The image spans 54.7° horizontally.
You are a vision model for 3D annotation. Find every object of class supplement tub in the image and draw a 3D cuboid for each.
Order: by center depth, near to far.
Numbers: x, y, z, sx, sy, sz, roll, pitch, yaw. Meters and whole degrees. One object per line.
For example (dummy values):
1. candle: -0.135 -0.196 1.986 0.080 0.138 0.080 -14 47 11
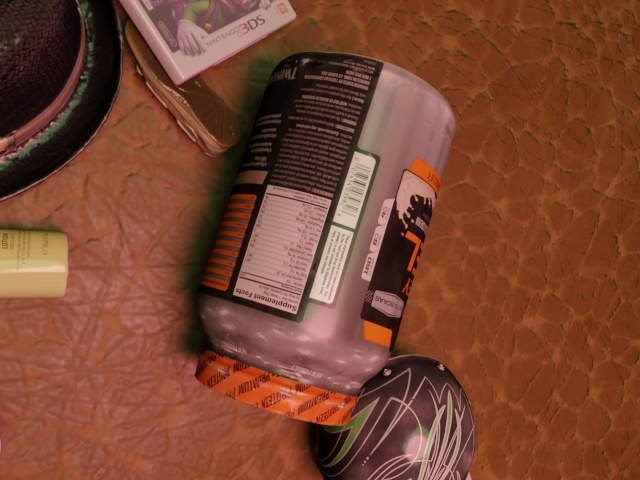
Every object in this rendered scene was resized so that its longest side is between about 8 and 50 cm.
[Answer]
1. supplement tub: 0.000 0.000 0.597 0.194 0.193 0.316 20 83 -24

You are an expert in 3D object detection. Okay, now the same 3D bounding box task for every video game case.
1. video game case: -0.129 -0.270 0.603 0.173 0.022 0.190 -43 107 -36

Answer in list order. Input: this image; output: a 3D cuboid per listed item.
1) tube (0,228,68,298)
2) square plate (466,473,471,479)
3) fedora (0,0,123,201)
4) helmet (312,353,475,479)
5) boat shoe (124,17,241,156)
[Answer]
1. tube: -0.337 0.018 0.509 0.240 0.070 0.062 3 92 -25
2. square plate: 0.063 0.468 0.710 0.344 0.049 0.347 -20 99 -24
3. fedora: -0.316 -0.171 0.471 0.334 0.152 0.334 0 90 -25
4. helmet: 0.080 0.206 0.646 0.169 0.161 0.169 7 74 -27
5. boat shoe: -0.141 -0.151 0.615 0.153 0.048 0.056 49 55 -14
